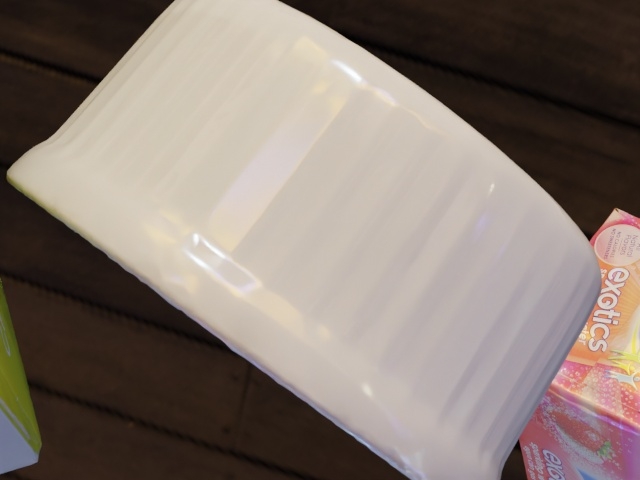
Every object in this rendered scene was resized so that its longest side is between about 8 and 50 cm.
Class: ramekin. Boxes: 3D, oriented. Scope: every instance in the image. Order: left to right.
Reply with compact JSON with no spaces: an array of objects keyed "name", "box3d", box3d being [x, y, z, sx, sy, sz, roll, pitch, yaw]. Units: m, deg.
[{"name":"ramekin","box3d":[0.000,0.000,0.722,0.277,0.277,0.135,35,85,2]}]

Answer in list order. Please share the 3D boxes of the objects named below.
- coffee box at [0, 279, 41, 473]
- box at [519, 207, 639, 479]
[{"name":"coffee box","box3d":[-0.336,-0.051,0.618,0.334,0.338,0.337,-18,69,-6]},{"name":"box","box3d":[0.247,0.141,1.119,0.142,0.154,0.300,28,154,30]}]
